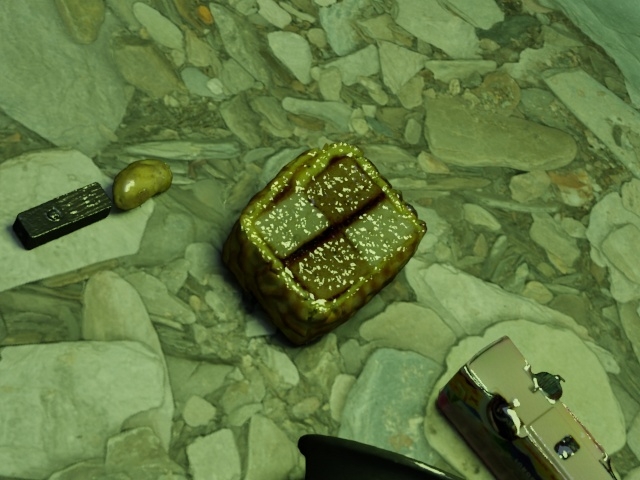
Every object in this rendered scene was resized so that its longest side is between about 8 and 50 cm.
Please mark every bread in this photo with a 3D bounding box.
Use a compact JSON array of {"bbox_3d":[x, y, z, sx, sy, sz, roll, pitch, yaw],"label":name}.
[{"bbox_3d":[0.000,0.000,1.499,0.181,0.096,0.222,44,54,8],"label":"bread"}]

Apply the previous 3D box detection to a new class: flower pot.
[{"bbox_3d":[0.066,0.300,1.279,0.235,0.235,0.148,23,72,-9],"label":"flower pot"}]

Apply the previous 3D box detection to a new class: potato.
[{"bbox_3d":[-0.205,-0.066,1.482,0.046,0.045,0.092,33,41,21],"label":"potato"}]

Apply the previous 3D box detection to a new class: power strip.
[{"bbox_3d":[-0.282,-0.028,1.432,0.111,0.029,0.038,-27,73,-35],"label":"power strip"}]

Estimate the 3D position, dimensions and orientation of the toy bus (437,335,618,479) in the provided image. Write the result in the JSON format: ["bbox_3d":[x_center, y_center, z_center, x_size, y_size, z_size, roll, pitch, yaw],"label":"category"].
[{"bbox_3d":[0.251,0.241,1.442,0.090,0.112,0.274,-29,74,-36],"label":"toy bus"}]
